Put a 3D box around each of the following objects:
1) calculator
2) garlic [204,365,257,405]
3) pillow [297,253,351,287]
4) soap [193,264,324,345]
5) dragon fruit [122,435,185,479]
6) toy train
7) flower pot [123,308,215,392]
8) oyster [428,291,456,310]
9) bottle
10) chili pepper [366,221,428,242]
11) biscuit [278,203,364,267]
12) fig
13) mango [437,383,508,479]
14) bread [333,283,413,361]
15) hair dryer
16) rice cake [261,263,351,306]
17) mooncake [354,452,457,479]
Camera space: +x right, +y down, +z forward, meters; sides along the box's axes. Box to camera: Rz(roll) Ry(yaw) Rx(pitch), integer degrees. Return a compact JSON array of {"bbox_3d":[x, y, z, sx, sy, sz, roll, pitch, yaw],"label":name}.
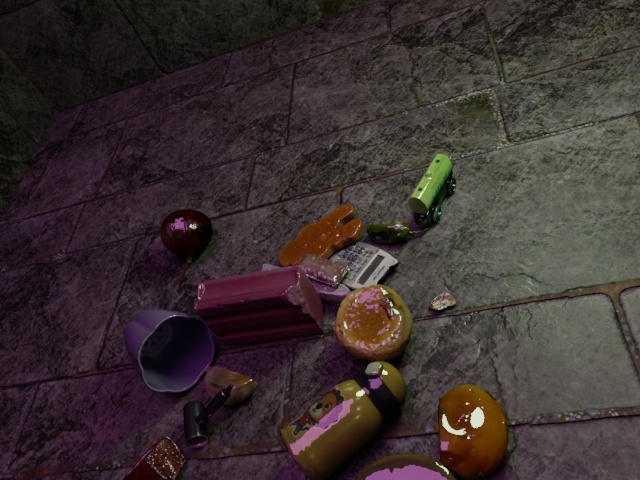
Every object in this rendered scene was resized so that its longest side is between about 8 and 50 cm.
[{"bbox_3d":[0.126,0.084,1.871,0.268,0.040,0.177,25,66,41],"label":"calculator"},{"bbox_3d":[-0.298,0.458,1.739,0.195,0.087,0.101,6,42,35],"label":"garlic"},{"bbox_3d":[0.001,0.092,1.846,0.185,0.043,0.118,12,40,27],"label":"pillow"},{"bbox_3d":[-0.190,0.214,1.786,0.359,0.233,0.128,-11,46,19],"label":"soap"},{"bbox_3d":[-0.488,0.681,1.652,0.161,0.120,0.127,-43,84,22],"label":"dragon fruit"},{"bbox_3d":[0.378,-0.176,1.883,0.105,0.157,0.253,16,59,33],"label":"toy train"},{"bbox_3d":[-0.524,0.337,1.848,0.243,0.265,0.265,16,61,47],"label":"flower pot"},{"bbox_3d":[0.363,0.187,1.675,0.083,0.019,0.054,-22,47,6],"label":"oyster"},{"bbox_3d":[0.074,0.460,1.480,0.351,0.171,0.171,-39,45,-9],"label":"bottle"},{"bbox_3d":[0.251,-0.031,1.882,0.204,0.072,0.073,-2,49,26],"label":"chili pepper"},{"bbox_3d":[0.000,0.000,1.995,0.334,0.047,0.202,-32,38,3],"label":"biscuit"},{"bbox_3d":[-0.517,-0.001,2.184,0.203,0.186,0.249,-14,52,-9],"label":"fig"},{"bbox_3d":[0.369,0.460,1.359,0.166,0.136,0.236,0,46,9],"label":"mango"},{"bbox_3d":[0.162,0.251,1.645,0.244,0.134,0.244,-12,48,14],"label":"bread"},{"bbox_3d":[-0.328,0.493,1.665,0.255,0.070,0.128,-50,37,24],"label":"hair dryer"},{"bbox_3d":[-0.059,0.148,1.891,0.399,0.070,0.064,12,55,34],"label":"rice cake"},{"bbox_3d":[0.202,0.638,1.270,0.284,0.155,0.284,-14,45,15],"label":"mooncake"}]
